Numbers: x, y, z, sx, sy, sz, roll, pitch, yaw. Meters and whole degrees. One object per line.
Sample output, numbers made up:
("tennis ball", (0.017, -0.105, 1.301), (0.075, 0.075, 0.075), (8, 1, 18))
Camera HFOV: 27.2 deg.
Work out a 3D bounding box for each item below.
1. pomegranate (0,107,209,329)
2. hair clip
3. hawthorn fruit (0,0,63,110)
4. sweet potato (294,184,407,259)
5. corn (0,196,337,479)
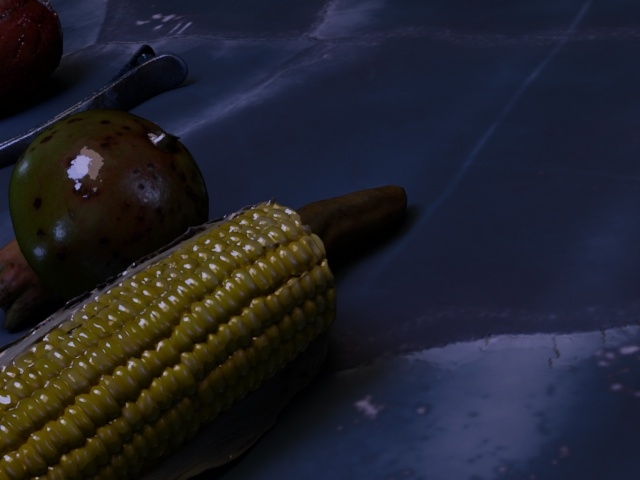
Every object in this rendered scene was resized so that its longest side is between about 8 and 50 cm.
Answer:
("pomegranate", (-0.177, -0.010, 1.005), (0.205, 0.159, 0.159), (-36, 27, 16))
("hair clip", (-0.240, -0.130, 1.313), (0.229, 0.039, 0.070), (-33, 37, -26))
("hawthorn fruit", (-0.357, -0.197, 1.382), (0.148, 0.148, 0.172), (18, 63, 42))
("sweet potato", (0.000, -0.002, 0.991), (0.182, 0.053, 0.054), (-38, 20, -35))
("corn", (-0.113, 0.083, 0.834), (0.305, 0.122, 0.123), (-34, 36, -25))
